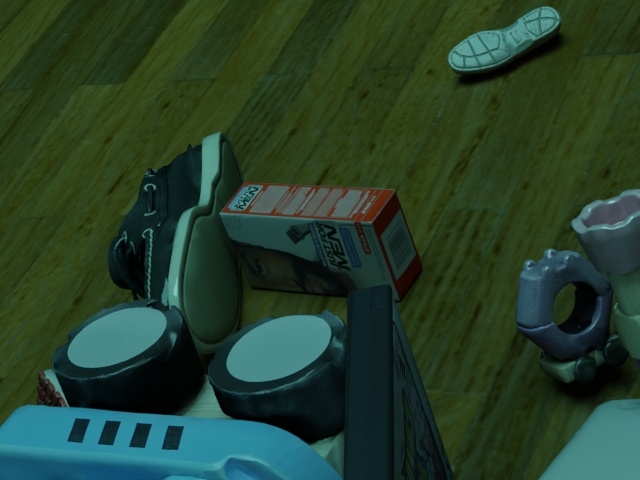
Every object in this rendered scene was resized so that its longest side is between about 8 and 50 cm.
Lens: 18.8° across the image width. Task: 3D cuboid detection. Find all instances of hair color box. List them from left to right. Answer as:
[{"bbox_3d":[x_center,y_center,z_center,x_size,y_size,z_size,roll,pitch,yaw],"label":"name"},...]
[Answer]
[{"bbox_3d":[0.000,0.000,1.776,0.167,0.093,0.053,4,41,35],"label":"hair color box"}]

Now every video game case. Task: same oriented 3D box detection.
[{"bbox_3d":[0.065,0.207,1.304,0.035,0.248,0.275,-12,34,10],"label":"video game case"}]

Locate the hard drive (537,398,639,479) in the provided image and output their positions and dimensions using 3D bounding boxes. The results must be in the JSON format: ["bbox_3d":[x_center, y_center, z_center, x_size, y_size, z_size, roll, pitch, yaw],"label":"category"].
[{"bbox_3d":[0.251,0.169,1.328,0.203,0.040,0.307,-5,11,23],"label":"hard drive"}]

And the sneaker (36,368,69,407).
[{"bbox_3d":[-0.177,0.168,1.665,0.092,0.088,0.225,-11,22,-32],"label":"sneaker"}]

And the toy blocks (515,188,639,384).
[{"bbox_3d":[0.302,-0.045,1.453,0.288,0.260,0.309,-29,16,-18],"label":"toy blocks"}]

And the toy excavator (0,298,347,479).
[{"bbox_3d":[-0.198,0.255,1.374,0.433,0.222,0.445,0,33,31],"label":"toy excavator"}]

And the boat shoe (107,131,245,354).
[{"bbox_3d":[-0.142,0.009,1.814,0.113,0.127,0.340,-15,32,12],"label":"boat shoe"}]

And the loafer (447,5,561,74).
[{"bbox_3d":[0.193,-0.200,2.009,0.125,0.039,0.045,-25,66,0],"label":"loafer"}]
